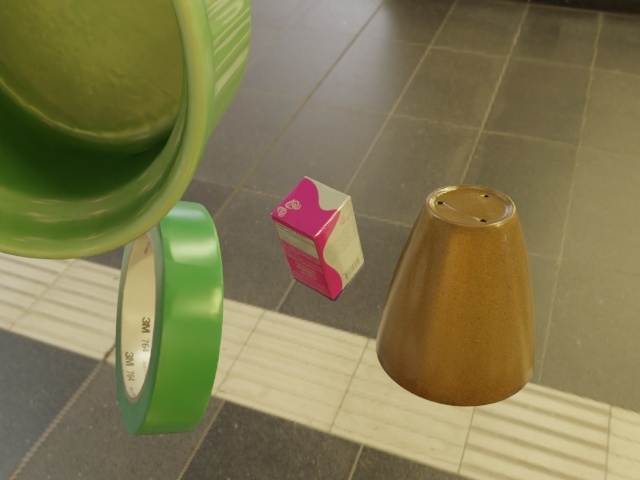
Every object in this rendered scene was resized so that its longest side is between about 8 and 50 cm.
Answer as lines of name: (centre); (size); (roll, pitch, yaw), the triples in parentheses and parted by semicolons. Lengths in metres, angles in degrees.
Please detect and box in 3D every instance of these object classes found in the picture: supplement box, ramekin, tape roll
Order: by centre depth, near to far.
ramekin: (-0.195, -0.152, 0.463); (0.303, 0.304, 0.148); (7, 33, 10)
tape roll: (-0.220, 0.103, 0.933); (0.077, 0.321, 0.321); (6, 36, -26)
supplement box: (0.000, 0.000, 1.294); (0.113, 0.220, 0.111); (28, 63, 27)

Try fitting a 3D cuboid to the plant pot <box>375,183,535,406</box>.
plant pot: (0.199, 0.060, 0.947); (0.237, 0.255, 0.237); (-1, 32, 1)
